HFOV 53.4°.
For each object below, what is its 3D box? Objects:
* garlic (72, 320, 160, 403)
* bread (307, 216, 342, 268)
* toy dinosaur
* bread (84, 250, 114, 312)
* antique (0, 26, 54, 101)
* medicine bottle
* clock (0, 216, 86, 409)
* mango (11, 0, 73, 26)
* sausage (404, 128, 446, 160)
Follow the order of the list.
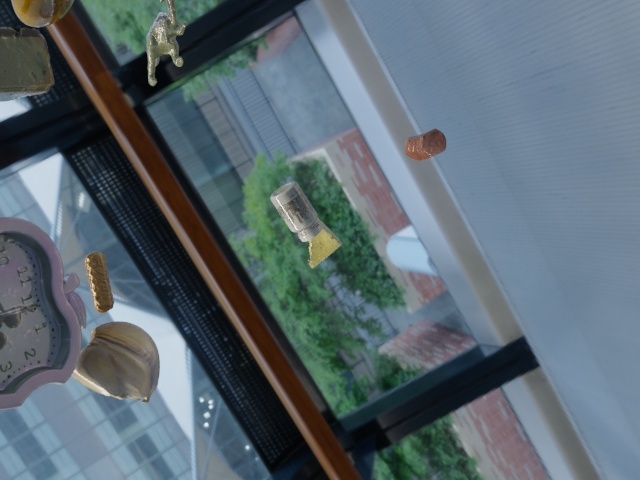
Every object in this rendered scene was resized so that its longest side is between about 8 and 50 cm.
[{"bbox_3d":[-0.492,0.305,1.615,0.228,0.110,0.217,42,-152,-22],"label":"garlic"},{"bbox_3d":[0.000,0.000,2.111,0.266,0.142,0.178,-76,-3,-83],"label":"bread"},{"bbox_3d":[-0.433,-0.567,1.777,0.294,0.077,0.162,-48,54,39],"label":"toy dinosaur"},{"bbox_3d":[-0.548,0.102,1.578,0.044,0.052,0.157,-24,77,41],"label":"bread"},{"bbox_3d":[-0.663,-0.326,1.181,0.150,0.284,0.125,-5,100,29],"label":"antique"},{"bbox_3d":[-0.057,-0.070,1.576,0.140,0.079,0.079,56,169,-18],"label":"medicine bottle"},{"bbox_3d":[-0.575,0.130,1.122,0.102,0.338,0.338,-6,124,30],"label":"clock"},{"bbox_3d":[-0.574,-0.536,1.329,0.113,0.138,0.253,51,152,-12],"label":"mango"},{"bbox_3d":[0.235,-0.216,1.458,0.065,0.065,0.169,60,176,-6],"label":"sausage"}]
